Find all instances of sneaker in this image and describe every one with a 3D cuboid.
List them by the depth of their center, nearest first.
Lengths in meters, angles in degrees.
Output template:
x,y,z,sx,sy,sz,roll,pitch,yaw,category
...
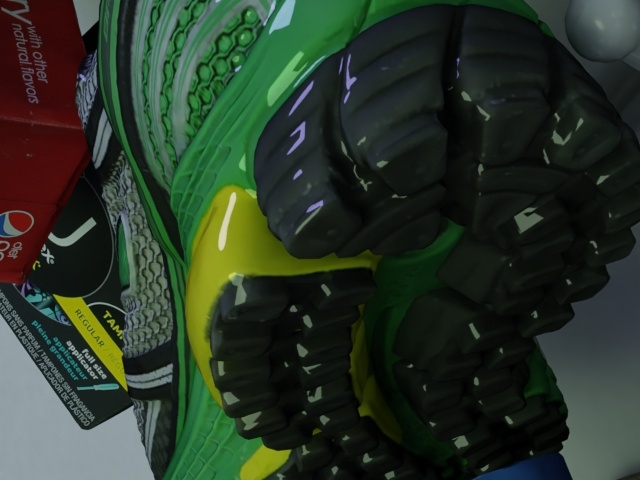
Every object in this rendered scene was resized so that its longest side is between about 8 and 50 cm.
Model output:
x,y,z,sx,sy,sz,roll,pitch,yaw,category
0.000,0.000,0.532,0.343,0.134,0.146,103,147,-61,sneaker

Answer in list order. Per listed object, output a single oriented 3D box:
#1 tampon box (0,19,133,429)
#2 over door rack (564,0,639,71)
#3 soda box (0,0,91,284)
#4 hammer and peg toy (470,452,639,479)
x,y,z,sx,sy,sz,roll,pitch,yaw,category
-0.051,-0.023,0.707,0.161,0.101,0.120,-37,88,41,tampon box
0.090,-0.229,0.399,0.239,0.108,0.324,-42,54,46,over door rack
-0.154,-0.112,0.664,0.083,0.092,0.263,-55,40,40,soda box
0.085,0.141,0.580,0.361,0.266,0.127,-34,71,41,hammer and peg toy
